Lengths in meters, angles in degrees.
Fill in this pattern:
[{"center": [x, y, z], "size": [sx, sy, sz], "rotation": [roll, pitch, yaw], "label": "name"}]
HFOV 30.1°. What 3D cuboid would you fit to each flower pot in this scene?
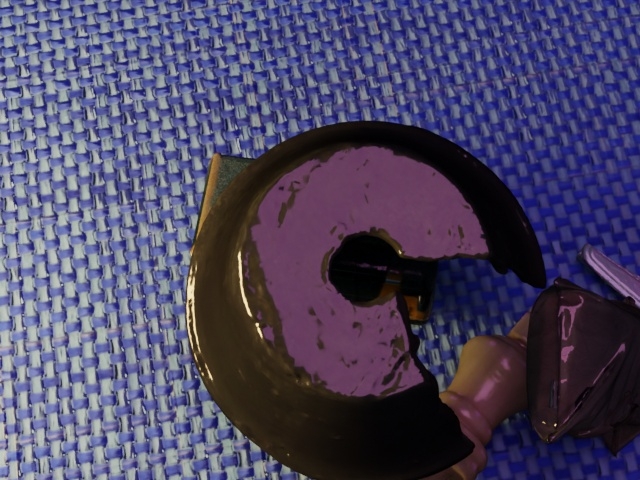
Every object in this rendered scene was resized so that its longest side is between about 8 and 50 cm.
[{"center": [0.032, 0.040, 1.118], "size": [0.379, 0.251, 0.379], "rotation": [-1, 82, 4], "label": "flower pot"}]

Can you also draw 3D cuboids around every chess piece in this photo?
[{"center": [0.131, 0.214, 1.277], "size": [0.117, 0.117, 0.397], "rotation": [38, 69, 15], "label": "chess piece"}]

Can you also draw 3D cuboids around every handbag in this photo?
[{"center": [0.281, 0.136, 1.235], "size": [0.117, 0.270, 0.182], "rotation": [-1, 82, 29], "label": "handbag"}]

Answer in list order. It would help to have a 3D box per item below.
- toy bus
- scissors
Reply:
[{"center": [0.000, 0.000, 1.336], "size": [0.275, 0.167, 0.138], "rotation": [8, 66, 3], "label": "toy bus"}, {"center": [0.405, 0.087, 1.371], "size": [0.256, 0.030, 0.125], "rotation": [36, 70, 12], "label": "scissors"}]
